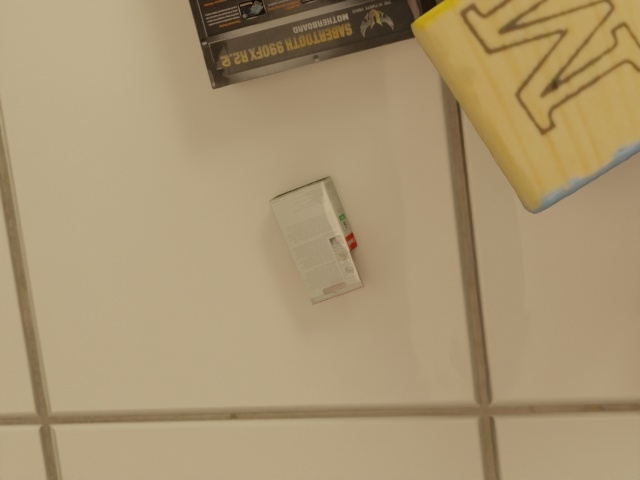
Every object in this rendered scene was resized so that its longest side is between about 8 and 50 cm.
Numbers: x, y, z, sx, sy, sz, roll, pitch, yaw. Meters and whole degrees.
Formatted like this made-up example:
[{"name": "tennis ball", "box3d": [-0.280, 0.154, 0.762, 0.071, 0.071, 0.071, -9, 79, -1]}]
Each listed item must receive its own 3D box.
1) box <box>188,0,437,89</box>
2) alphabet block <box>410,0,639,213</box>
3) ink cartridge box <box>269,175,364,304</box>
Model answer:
[{"name": "box", "box3d": [-0.017, -0.260, 1.460, 0.231, 0.056, 0.183, -12, 99, 21]}, {"name": "alphabet block", "box3d": [0.224, -0.166, 1.332, 0.193, 0.192, 0.197, -33, 92, 20]}, {"name": "ink cartridge box", "box3d": [0.000, 0.000, 1.528, 0.063, 0.029, 0.115, -20, 96, 21]}]
